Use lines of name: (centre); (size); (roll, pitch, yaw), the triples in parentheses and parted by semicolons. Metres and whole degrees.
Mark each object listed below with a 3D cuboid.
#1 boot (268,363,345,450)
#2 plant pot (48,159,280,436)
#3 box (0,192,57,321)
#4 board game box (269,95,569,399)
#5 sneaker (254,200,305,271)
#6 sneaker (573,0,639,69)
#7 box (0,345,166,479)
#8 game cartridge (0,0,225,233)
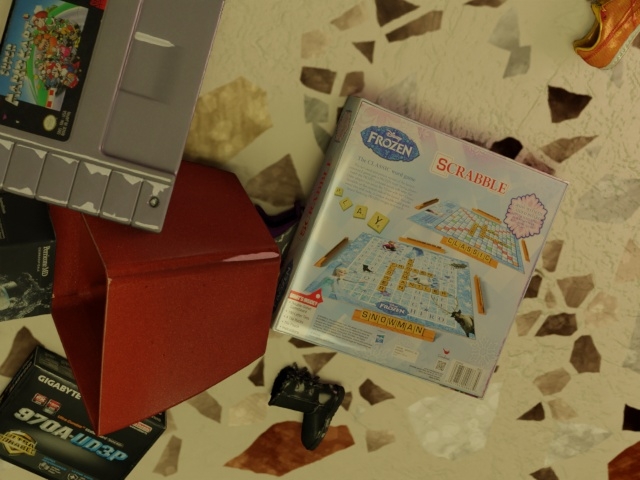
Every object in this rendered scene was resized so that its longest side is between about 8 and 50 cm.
boot: (-0.030, 0.245, 1.922); (0.099, 0.045, 0.121); (20, 110, -21)
plant pot: (-0.196, 0.046, 1.648); (0.236, 0.267, 0.267); (-8, 131, -22)
box: (-0.424, 0.026, 1.660); (0.158, 0.093, 0.156); (-9, 143, -22)
board game box: (0.127, 0.013, 1.720); (0.319, 0.066, 0.318); (21, 94, -19)
sneaker: (0.000, 0.000, 1.754); (0.224, 0.083, 0.098); (3, 116, -9)
sneaker: (0.380, -0.293, 1.632); (0.067, 0.064, 0.175); (28, 112, -11)
box: (-0.360, 0.269, 1.889); (0.220, 0.051, 0.175); (31, 113, -23)
game cartridge: (-0.244, -0.207, 1.481); (0.230, 0.068, 0.355); (15, 88, -13)
